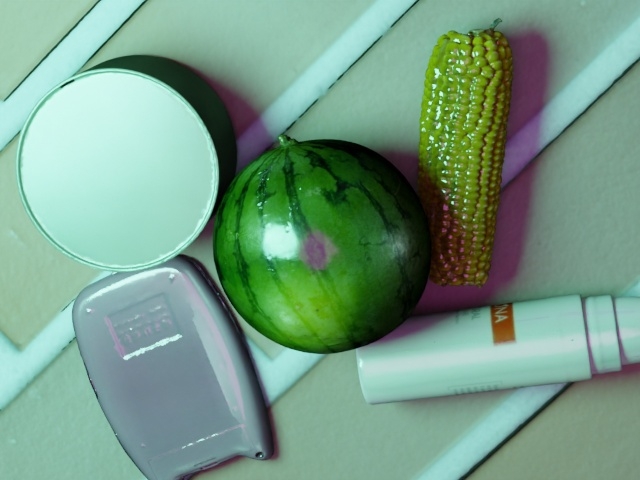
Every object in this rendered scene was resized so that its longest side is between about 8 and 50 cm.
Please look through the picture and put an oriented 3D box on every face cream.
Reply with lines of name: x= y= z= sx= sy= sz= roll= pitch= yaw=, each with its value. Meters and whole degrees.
face cream: x=0.217 y=0.120 z=1.842 sx=0.345 sy=0.102 sz=0.102 roll=-9 pitch=102 yaw=8

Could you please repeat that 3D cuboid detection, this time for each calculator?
calculator: x=-0.181 y=0.157 z=1.928 sx=0.194 sy=0.043 sz=0.294 roll=-22 pitch=98 yaw=12

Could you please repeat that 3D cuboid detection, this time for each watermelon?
watermelon: x=0.002 y=0.005 z=1.773 sx=0.242 sy=0.242 sz=0.242 roll=2 pitch=103 yaw=7

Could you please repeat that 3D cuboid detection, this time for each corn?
corn: x=0.157 y=-0.100 z=1.803 sx=0.101 sy=0.101 sz=0.310 roll=6 pitch=108 yaw=5

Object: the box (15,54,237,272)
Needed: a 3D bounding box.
box: x=-0.213 y=-0.090 z=1.820 sx=0.226 sy=0.149 sz=0.226 roll=1 pitch=103 yaw=7
